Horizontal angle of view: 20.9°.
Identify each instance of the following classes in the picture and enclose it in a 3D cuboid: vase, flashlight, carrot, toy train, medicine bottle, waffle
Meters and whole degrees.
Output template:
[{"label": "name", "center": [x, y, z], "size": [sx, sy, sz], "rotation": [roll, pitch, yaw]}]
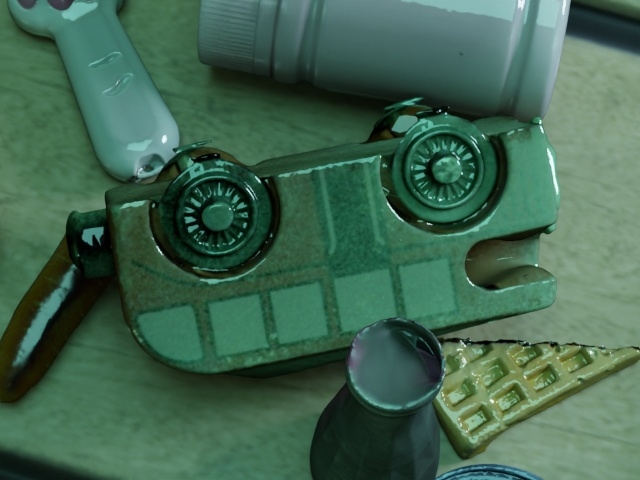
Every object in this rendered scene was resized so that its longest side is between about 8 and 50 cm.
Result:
[{"label": "vase", "center": [0.038, 0.109, 1.066], "size": [0.086, 0.214, 0.086], "rotation": [1, 68, -2]}, {"label": "flashlight", "center": [-0.160, -0.131, 1.249], "size": [0.093, 0.047, 0.200], "rotation": [-21, 69, -11]}, {"label": "carrot", "center": [-0.185, 0.048, 1.175], "size": [0.048, 0.048, 0.139], "rotation": [29, 71, 10]}, {"label": "toy train", "center": [0.000, 0.000, 1.143], "size": [0.326, 0.129, 0.159], "rotation": [-11, 96, -7]}, {"label": "medicine bottle", "center": [0.046, -0.164, 1.225], "size": [0.249, 0.133, 0.133], "rotation": [9, 67, 1]}, {"label": "waffle", "center": [0.137, 0.075, 1.187], "size": [0.152, 0.023, 0.097], "rotation": [-27, 72, -11]}]

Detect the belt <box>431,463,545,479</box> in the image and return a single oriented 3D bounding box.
[{"label": "belt", "center": [0.119, 0.237, 1.087], "size": [0.141, 0.082, 0.190], "rotation": [-20, 69, -4]}]
